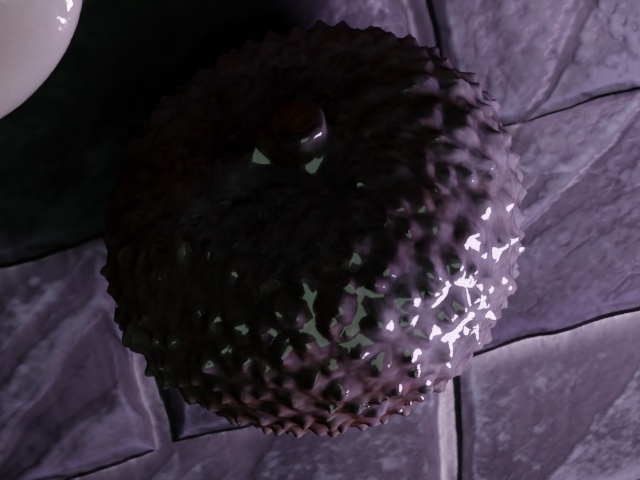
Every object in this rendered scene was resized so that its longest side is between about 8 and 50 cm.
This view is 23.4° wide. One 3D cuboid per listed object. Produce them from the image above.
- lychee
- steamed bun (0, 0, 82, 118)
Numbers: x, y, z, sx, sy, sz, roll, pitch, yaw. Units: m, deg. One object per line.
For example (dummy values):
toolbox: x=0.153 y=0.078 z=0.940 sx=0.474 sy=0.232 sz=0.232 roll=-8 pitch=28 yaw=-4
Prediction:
lychee: x=0.004 y=0.001 z=1.049 sx=0.300 sy=0.300 sz=0.300 roll=-10 pitch=132 yaw=-12
steamed bun: x=-0.260 y=-0.143 z=0.917 sx=0.242 sy=0.146 sz=0.164 roll=-15 pitch=127 yaw=-6
